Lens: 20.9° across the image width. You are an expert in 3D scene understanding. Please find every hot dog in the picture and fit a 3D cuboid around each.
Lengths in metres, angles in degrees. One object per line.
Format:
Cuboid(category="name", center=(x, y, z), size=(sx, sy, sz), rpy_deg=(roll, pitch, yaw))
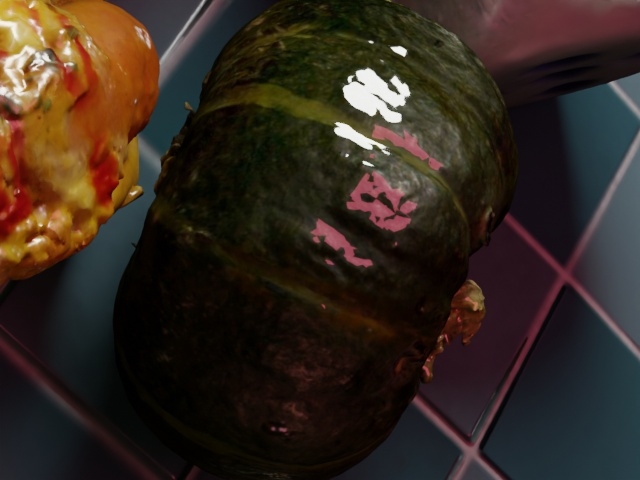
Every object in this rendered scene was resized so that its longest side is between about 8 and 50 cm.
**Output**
Cuboid(category="hot dog", center=(-0.166, -0.045, 0.683), size=(0.257, 0.153, 0.150), rpy_deg=(-27, 95, -36))

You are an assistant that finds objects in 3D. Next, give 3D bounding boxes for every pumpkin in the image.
Cuboid(category="pumpkin", center=(0.000, 0.000, 0.751), size=(0.157, 0.223, 0.223), rpy_deg=(26, 62, 2))

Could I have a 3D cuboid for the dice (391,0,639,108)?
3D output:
Cuboid(category="dice", center=(0.100, -0.173, 0.876), size=(0.192, 0.194, 0.193), rpy_deg=(-13, 85, -35))
